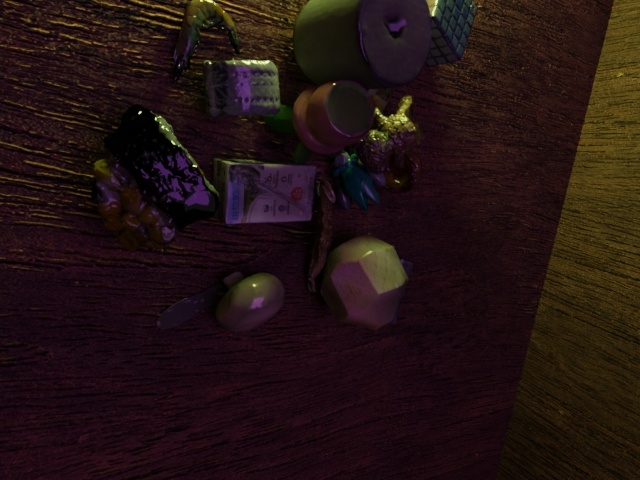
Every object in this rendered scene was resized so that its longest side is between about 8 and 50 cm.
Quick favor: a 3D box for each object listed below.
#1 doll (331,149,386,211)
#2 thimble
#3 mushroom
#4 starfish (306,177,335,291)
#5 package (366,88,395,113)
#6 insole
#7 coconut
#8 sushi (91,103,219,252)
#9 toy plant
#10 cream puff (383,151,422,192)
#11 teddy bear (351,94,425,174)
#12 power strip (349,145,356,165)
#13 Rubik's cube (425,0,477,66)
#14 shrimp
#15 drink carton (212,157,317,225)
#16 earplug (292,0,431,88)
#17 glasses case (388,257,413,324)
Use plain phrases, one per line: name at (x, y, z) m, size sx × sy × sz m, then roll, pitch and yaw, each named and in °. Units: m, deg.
doll at (0.140, -0.236, 1.802) m, size 0.153 × 0.194 × 0.259 m, roll -49°, pitch 132°, yaw -72°
thimble at (-0.231, -0.440, 1.411) m, size 0.245 × 0.217 × 0.157 m, roll -31°, pitch 121°, yaw -59°
mushroom at (-0.243, 0.191, 1.610) m, size 0.246 × 0.246 × 0.202 m, roll -38°, pitch 82°, yaw -24°
starfish at (0.000, 0.000, 1.708) m, size 0.082 × 0.324 × 0.432 m, roll 8°, pitch 97°, yaw -4°
package at (0.213, -0.603, 1.795) m, size 0.223 × 0.108 × 0.288 m, roll 38°, pitch 76°, yaw -40°
insole at (-0.420, 0.214, 1.591) m, size 0.247 × 0.011 × 0.081 m, roll -27°, pitch 121°, yaw -31°
coconut at (0.168, 0.167, 1.838) m, size 0.352 × 0.352 × 0.353 m, roll -12°, pitch 110°, yaw -35°
sushi at (-0.461, -0.147, 1.260) m, size 0.285 × 0.328 × 0.329 m, roll -37°, pitch 125°, yaw -12°
toy plant at (0.018, -0.355, 1.522) m, size 0.316 × 0.356 × 0.211 m, roll 19°, pitch 72°, yaw -29°
cream puff at (0.333, -0.291, 1.963) m, size 0.169 × 0.183 × 0.184 m, roll -36°, pitch 126°, yaw -56°
teddy bear at (0.254, -0.377, 1.780) m, size 0.246 × 0.222 × 0.296 m, roll 62°, pitch 25°, yaw -23°
power strip at (0.155, -0.309, 1.880) m, size 0.081 × 0.035 × 0.192 m, roll -23°, pitch 117°, yaw -32°
Rubik's cube at (0.396, -0.803, 1.779) m, size 0.237 × 0.238 × 0.238 m, roll 29°, pitch 74°, yaw -42°
shrimp at (-0.326, -0.556, 1.417) m, size 0.198 × 0.051 × 0.262 m, roll 20°, pitch 87°, yaw -41°
drink carton at (-0.183, -0.163, 1.591) m, size 0.324 × 0.132 × 0.194 m, roll -4°, pitch 106°, yaw -36°
earplug at (0.093, -0.619, 1.503) m, size 0.312 × 0.394 × 0.313 m, roll -9°, pitch 104°, yaw -40°
glasses case at (0.330, 0.224, 2.155) m, size 0.114 × 0.060 × 0.299 m, roll 13°, pitch 95°, yaw -40°
